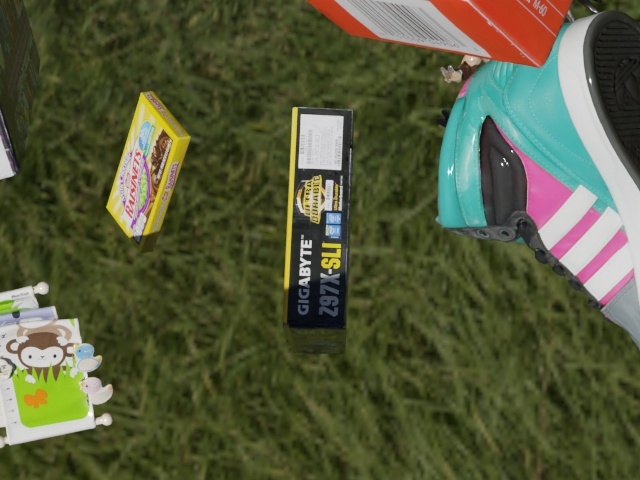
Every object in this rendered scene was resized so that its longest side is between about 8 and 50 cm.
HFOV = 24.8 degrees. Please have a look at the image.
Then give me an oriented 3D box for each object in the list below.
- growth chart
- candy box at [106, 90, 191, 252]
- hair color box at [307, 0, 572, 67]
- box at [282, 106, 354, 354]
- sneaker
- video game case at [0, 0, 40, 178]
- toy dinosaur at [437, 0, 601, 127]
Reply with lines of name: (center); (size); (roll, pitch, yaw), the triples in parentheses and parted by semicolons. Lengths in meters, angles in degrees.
growth chart: (-0.353, 0.152, 1.760); (0.172, 0.021, 0.237); (-18, 121, -2)
candy box: (-0.238, -0.092, 1.997); (0.027, 0.105, 0.206); (-9, 136, -36)
hair color box: (0.061, -0.150, 0.500); (0.093, 0.167, 0.053); (17, 170, 43)
box: (0.000, 0.000, 1.796); (0.079, 0.257, 0.322); (0, 171, 1)
sneaker: (0.175, -0.009, 1.023); (0.178, 0.124, 0.295); (-4, 117, 46)
video game case: (-0.205, -0.160, 0.785); (0.042, 0.232, 0.210); (-17, 113, -2)
toy dinosaur: (0.239, -0.206, 1.689); (0.127, 0.200, 0.295); (21, 137, 25)
